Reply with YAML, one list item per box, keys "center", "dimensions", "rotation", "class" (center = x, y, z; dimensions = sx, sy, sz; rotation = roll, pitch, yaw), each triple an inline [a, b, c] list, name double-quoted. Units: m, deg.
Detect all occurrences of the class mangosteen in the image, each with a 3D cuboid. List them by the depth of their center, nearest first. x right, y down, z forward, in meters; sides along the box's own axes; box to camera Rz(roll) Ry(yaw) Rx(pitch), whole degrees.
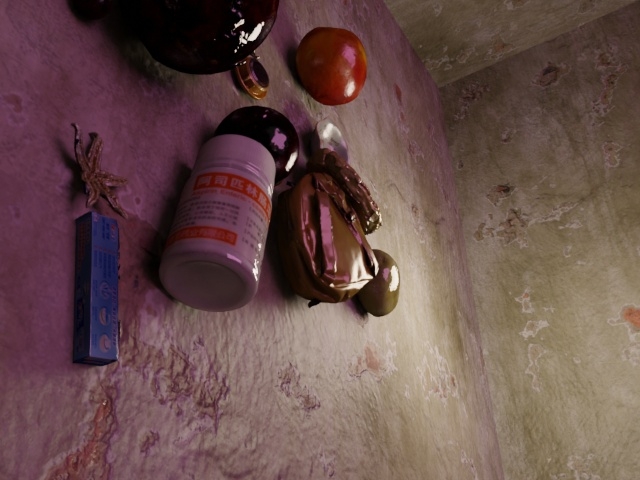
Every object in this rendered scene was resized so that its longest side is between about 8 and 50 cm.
- center: [-0.486, -0.513, 1.372]
  dimensions: [0.081, 0.081, 0.081]
  rotation: [42, 37, -44]
  class: "mangosteen"
- center: [-0.290, -0.575, 1.514]
  dimensions: [0.381, 0.381, 0.421]
  rotation: [65, -13, -11]
  class: "mangosteen"
- center: [-0.165, -0.215, 1.660]
  dimensions: [0.228, 0.228, 0.265]
  rotation: [-65, 162, -56]
  class: "mangosteen"

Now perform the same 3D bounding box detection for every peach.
- center: [0.035, -0.620, 2.292]
  dimensions: [0.281, 0.281, 0.238]
  rotation: [58, -15, -24]
  class: "peach"

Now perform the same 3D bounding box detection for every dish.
- center: [0.019, -0.309, 2.215]
  dimensions: [0.229, 0.081, 0.229]
  rotation: [37, 45, -49]
  class: "dish"

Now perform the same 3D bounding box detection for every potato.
- center: [0.190, 0.144, 2.151]
  dimensions: [0.178, 0.160, 0.235]
  rotation: [-26, 114, -26]
  class: "potato"

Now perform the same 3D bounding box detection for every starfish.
- center: [-0.424, -0.129, 1.251]
  dimensions: [0.176, 0.053, 0.208]
  rotation: [27, 43, -68]
  class: "starfish"

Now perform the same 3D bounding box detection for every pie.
- center: [0.075, -0.150, 2.033]
  dimensions: [0.339, 0.083, 0.339]
  rotation: [49, -10, 12]
  class: "pie"

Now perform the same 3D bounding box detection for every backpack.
- center: [0.006, -0.002, 1.834]
  dimensions: [0.353, 0.201, 0.378]
  rotation: [10, 66, -60]
  class: "backpack"

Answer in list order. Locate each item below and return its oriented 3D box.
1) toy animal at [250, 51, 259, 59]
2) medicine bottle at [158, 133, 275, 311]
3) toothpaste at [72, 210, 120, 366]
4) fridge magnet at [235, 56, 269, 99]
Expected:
- center: [-0.230, -0.613, 1.945]
  dimensions: [0.069, 0.086, 0.220]
  rotation: [-45, 126, -19]
  class: "toy animal"
- center: [-0.215, -0.046, 1.422]
  dimensions: [0.211, 0.211, 0.371]
  rotation: [48, 34, -38]
  class: "medicine bottle"
- center: [-0.402, 0.085, 1.152]
  dimensions: [0.066, 0.053, 0.272]
  rotation: [23, 53, -51]
  class: "toothpaste"
- center: [-0.203, -0.490, 1.923]
  dimensions: [0.143, 0.063, 0.143]
  rotation: [37, 42, -43]
  class: "fridge magnet"
